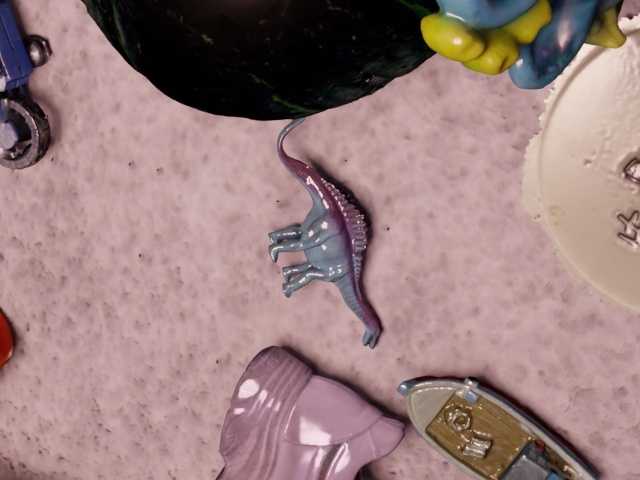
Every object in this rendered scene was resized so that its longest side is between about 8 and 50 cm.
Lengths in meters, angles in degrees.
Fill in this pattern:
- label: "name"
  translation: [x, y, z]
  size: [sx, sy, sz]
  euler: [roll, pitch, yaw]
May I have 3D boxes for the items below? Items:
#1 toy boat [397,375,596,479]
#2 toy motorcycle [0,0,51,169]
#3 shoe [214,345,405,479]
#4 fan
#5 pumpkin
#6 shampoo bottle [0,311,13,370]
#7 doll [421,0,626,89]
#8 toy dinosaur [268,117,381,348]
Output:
- label: "toy boat"
  translation: [0.133, 0.157, 0.985]
  size: [0.173, 0.059, 0.069]
  euler: [37, 112, 3]
- label: "toy motorcycle"
  translation: [-0.285, -0.148, 1.015]
  size: [0.114, 0.076, 0.205]
  euler: [-10, 105, 28]
- label: "shoe"
  translation: [-0.026, 0.216, 1.031]
  size: [0.137, 0.095, 0.245]
  euler: [21, 104, 13]
- label: "fan"
  translation: [0.304, -0.118, 0.877]
  size: [0.233, 0.012, 0.415]
  euler: [32, 115, 4]
- label: "pumpkin"
  translation: [-0.017, -0.222, 0.826]
  size: [0.315, 0.238, 0.315]
  euler: [-2, 85, 31]
- label: "shampoo bottle"
  translation: [-0.386, 0.156, 1.113]
  size: [0.104, 0.104, 0.278]
  euler: [45, 113, 0]
- label: "doll"
  translation: [0.186, -0.237, 0.707]
  size: [0.098, 0.346, 0.341]
  euler: [35, 117, 35]
- label: "toy dinosaur"
  translation: [0.000, 0.000, 0.987]
  size: [0.080, 0.045, 0.197]
  euler: [-17, 108, 7]
